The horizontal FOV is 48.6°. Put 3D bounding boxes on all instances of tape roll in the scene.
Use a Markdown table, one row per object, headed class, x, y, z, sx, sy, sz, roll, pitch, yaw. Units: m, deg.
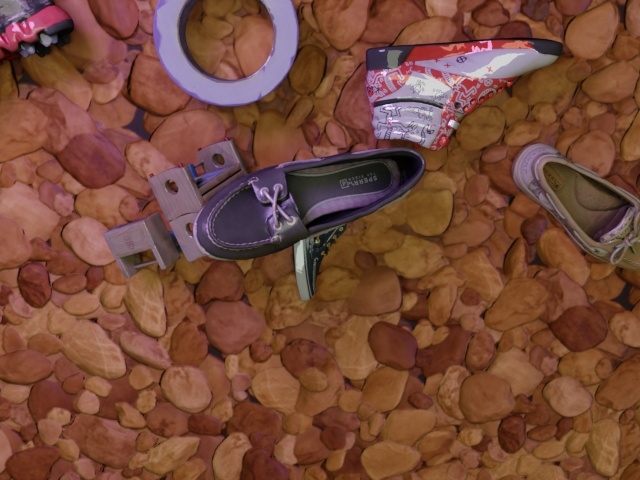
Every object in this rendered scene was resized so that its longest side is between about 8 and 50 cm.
| class | x | y | z | sx | sy | sz | roll | pitch | yaw |
| --- | --- | --- | --- | --- | --- | --- | --- | --- | --- |
| tape roll | -0.124 | -0.278 | 0.954 | 0.189 | 0.080 | 0.189 | -1 | 104 | -3 |

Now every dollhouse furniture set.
| class | x | y | z | sx | sy | sz | roll | pitch | yaw |
| --- | --- | --- | --- | --- | --- | --- | --- | --- | --- |
| dollhouse furniture set | -0.202 | -0.046 | 1.005 | 0.183 | 0.129 | 0.129 | -14 | 107 | 30 |

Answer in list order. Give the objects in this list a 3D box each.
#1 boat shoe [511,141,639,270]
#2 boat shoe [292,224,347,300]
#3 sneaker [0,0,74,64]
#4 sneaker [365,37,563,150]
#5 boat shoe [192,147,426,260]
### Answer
| class | x | y | z | sx | sy | sz | roll | pitch | yaw |
| --- | --- | --- | --- | --- | --- | --- | --- | --- | --- |
| boat shoe | 0.408 | -0.038 | 1.050 | 0.285 | 0.089 | 0.104 | 31 | 100 | -12 |
| boat shoe | 0.000 | 0.000 | 1.042 | 0.083 | 0.065 | 0.183 | -4 | 104 | -4 |
| sneaker | -0.469 | -0.268 | 0.921 | 0.276 | 0.097 | 0.135 | -27 | 105 | 1 |
| sneaker | 0.199 | -0.205 | 0.994 | 0.270 | 0.090 | 0.145 | -4 | 106 | 0 |
| boat shoe | -0.006 | -0.063 | 0.938 | 0.335 | 0.095 | 0.112 | -19 | 85 | -30 |
